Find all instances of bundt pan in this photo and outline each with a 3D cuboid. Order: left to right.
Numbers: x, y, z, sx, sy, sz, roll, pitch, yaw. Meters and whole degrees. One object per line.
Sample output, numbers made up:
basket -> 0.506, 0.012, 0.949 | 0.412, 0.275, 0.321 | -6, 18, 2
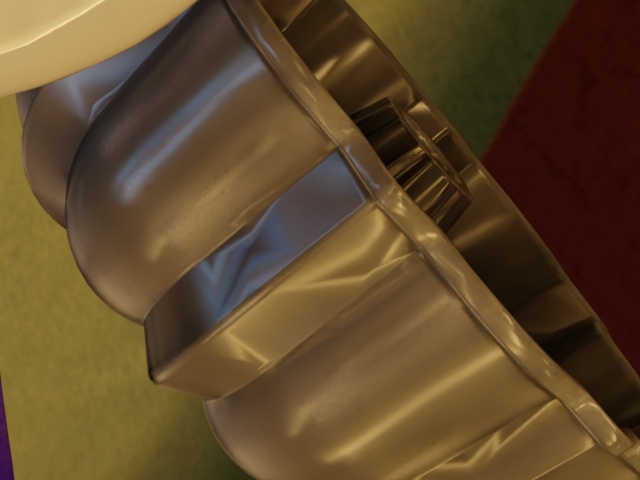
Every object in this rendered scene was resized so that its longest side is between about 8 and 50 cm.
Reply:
bundt pan -> 0.000, 0.000, 0.668 | 0.124, 0.331, 0.331 | -40, 120, 11

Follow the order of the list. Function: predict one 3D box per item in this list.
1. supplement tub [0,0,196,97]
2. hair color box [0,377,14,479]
supplement tub -> -0.114, -0.209, 0.362 | 0.228, 0.316, 0.228 | -5, 142, -4
hair color box -> -0.304, 0.147, 1.063 | 0.185, 0.110, 0.339 | -9, 89, 28
